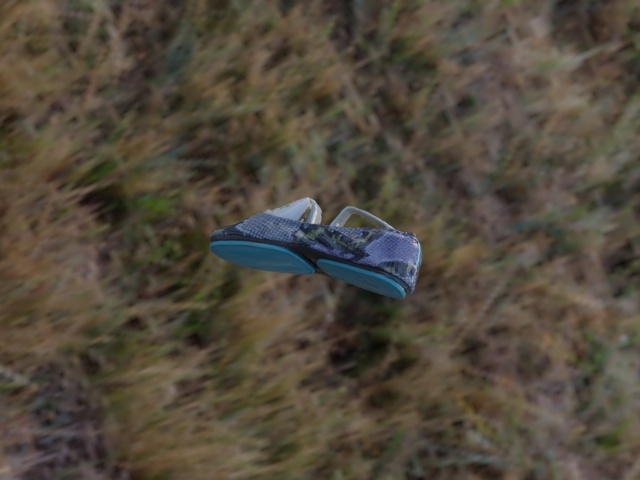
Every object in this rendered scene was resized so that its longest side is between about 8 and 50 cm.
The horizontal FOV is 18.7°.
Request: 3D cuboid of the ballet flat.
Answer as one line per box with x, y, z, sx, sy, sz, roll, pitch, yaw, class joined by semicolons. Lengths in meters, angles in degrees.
0.000;0.000;0.942;0.041;0.114;0.041;-28;123;-54;ballet flat
